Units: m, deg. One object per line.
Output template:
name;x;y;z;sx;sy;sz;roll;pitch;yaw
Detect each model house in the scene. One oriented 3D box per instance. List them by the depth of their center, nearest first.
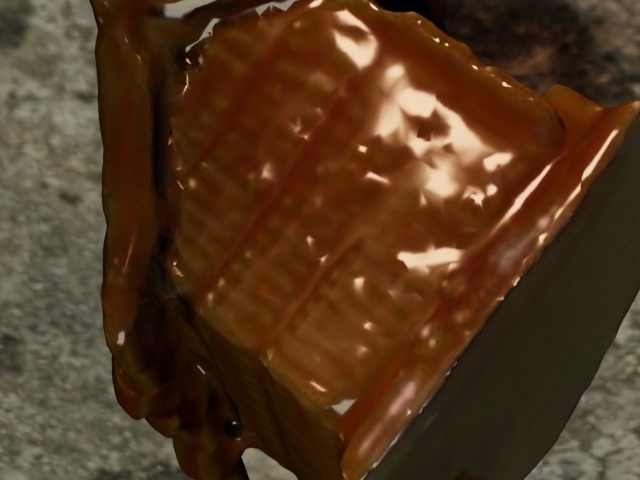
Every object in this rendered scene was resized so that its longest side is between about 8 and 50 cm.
model house;0.001;0.001;0.660;0.229;0.219;0.199;40;171;21
